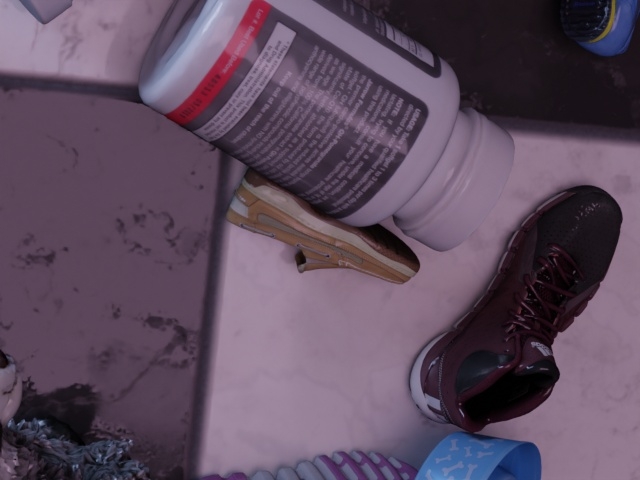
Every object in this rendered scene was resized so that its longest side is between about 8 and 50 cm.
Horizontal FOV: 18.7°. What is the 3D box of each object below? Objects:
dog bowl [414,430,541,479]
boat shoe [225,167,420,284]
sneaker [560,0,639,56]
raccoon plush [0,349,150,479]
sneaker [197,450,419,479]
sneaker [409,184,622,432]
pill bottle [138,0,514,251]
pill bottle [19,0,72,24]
[{"bbox_3d":[0.127,0.316,1.859,0.166,0.074,0.297,-22,128,-55],"label":"dog bowl"},{"bbox_3d":[0.000,0.000,1.826,0.190,0.068,0.072,29,104,-9],"label":"boat shoe"},{"bbox_3d":[0.284,-0.280,1.857,0.082,0.069,0.209,11,88,-51],"label":"sneaker"},{"bbox_3d":[-0.334,0.301,1.656,0.299,0.216,0.446,19,89,-35],"label":"raccoon plush"},{"bbox_3d":[-0.011,0.271,1.859,0.236,0.095,0.104,-8,109,-10],"label":"sneaker"},{"bbox_3d":[0.214,0.078,1.843,0.106,0.162,0.281,39,89,-19],"label":"sneaker"},{"bbox_3d":[0.012,-0.122,1.741,0.319,0.176,0.176,31,91,-19],"label":"pill bottle"},{"bbox_3d":[-0.171,-0.312,1.665,0.265,0.153,0.153,-38,108,-6],"label":"pill bottle"}]
